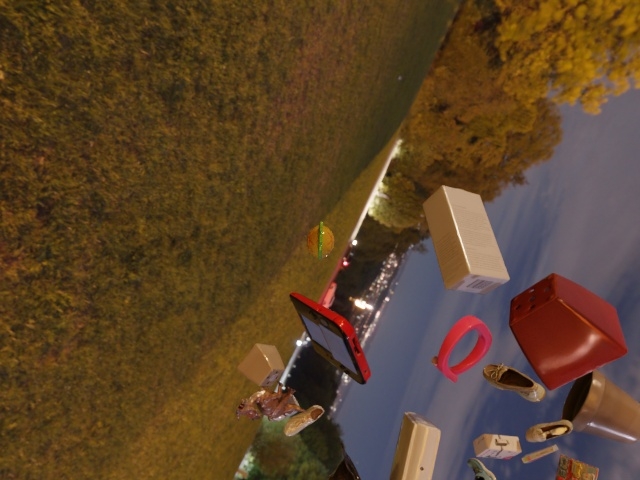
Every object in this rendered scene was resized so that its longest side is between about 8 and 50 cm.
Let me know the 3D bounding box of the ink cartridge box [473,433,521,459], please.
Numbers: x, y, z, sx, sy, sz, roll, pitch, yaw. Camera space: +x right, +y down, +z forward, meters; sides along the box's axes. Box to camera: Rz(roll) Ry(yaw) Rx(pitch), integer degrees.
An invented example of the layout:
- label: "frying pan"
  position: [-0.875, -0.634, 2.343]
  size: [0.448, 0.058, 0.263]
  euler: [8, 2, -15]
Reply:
- label: "ink cartridge box"
  position: [0.651, 0.763, 1.673]
  size: [0.099, 0.136, 0.056]
  euler: [107, -11, -47]

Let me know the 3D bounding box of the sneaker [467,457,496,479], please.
- label: "sneaker"
  position: [0.723, 1.061, 2.067]
  size: [0.073, 0.063, 0.162]
  euler: [-24, -163, -17]

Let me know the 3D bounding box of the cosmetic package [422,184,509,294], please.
- label: "cosmetic package"
  position: [0.631, -0.004, 2.000]
  size: [0.161, 0.230, 0.452]
  euler: [-49, -141, 48]

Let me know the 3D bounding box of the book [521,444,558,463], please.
- label: "book"
  position: [0.958, 0.932, 1.973]
  size: [0.144, 0.035, 0.096]
  euler: [-35, 147, 21]

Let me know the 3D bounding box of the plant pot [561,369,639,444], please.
- label: "plant pot"
  position: [1.378, 0.818, 2.181]
  size: [0.323, 0.281, 0.323]
  euler: [-51, 156, -35]

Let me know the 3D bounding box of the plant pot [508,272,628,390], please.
- label: "plant pot"
  position: [0.768, 0.268, 1.468]
  size: [0.267, 0.236, 0.267]
  euler: [-45, 179, 33]

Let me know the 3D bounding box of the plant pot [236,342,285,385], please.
- label: "plant pot"
  position: [-0.181, 0.408, 1.457]
  size: [0.109, 0.096, 0.109]
  euler: [-52, 146, 5]

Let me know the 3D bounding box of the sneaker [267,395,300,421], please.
- label: "sneaker"
  position: [-0.163, 0.765, 2.053]
  size: [0.095, 0.090, 0.235]
  euler: [-40, 158, 5]

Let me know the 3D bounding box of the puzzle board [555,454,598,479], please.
- label: "puzzle board"
  position: [0.654, 0.635, 1.168]
  size: [0.096, 0.011, 0.128]
  euler: [-3, -116, 57]

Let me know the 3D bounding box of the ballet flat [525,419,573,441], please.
- label: "ballet flat"
  position: [0.801, 0.673, 1.594]
  size: [0.168, 0.057, 0.052]
  euler: [-32, 165, 23]

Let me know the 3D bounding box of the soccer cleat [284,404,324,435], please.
- label: "soccer cleat"
  position: [-0.072, 0.785, 1.980]
  size: [0.196, 0.068, 0.076]
  euler: [-26, 177, -28]

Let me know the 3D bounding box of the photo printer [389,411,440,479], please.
- label: "photo printer"
  position: [0.312, 0.765, 1.544]
  size: [0.256, 0.107, 0.307]
  euler: [77, 27, -79]

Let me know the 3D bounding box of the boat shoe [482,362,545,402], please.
- label: "boat shoe"
  position: [0.796, 0.576, 1.894]
  size: [0.104, 0.089, 0.285]
  euler: [-50, -154, -18]

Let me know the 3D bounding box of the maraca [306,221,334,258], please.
- label: "maraca"
  position: [0.000, 0.000, 1.606]
  size: [0.185, 0.100, 0.127]
  euler: [94, -5, -78]

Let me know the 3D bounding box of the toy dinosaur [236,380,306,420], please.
- label: "toy dinosaur"
  position: [-0.211, 0.666, 1.834]
  size: [0.127, 0.296, 0.200]
  euler: [-1, -124, 58]

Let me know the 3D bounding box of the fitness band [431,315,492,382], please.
- label: "fitness band"
  position: [0.462, 0.353, 1.468]
  size: [0.209, 0.054, 0.291]
  euler: [-48, 138, -3]

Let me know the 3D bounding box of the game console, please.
- label: "game console"
  position: [0.038, 0.403, 1.846]
  size: [0.060, 0.342, 0.386]
  euler: [-42, 130, -28]

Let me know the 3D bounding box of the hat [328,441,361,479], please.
- label: "hat"
  position: [0.112, 1.093, 2.057]
  size: [0.134, 0.331, 0.331]
  euler: [-25, 164, -4]
